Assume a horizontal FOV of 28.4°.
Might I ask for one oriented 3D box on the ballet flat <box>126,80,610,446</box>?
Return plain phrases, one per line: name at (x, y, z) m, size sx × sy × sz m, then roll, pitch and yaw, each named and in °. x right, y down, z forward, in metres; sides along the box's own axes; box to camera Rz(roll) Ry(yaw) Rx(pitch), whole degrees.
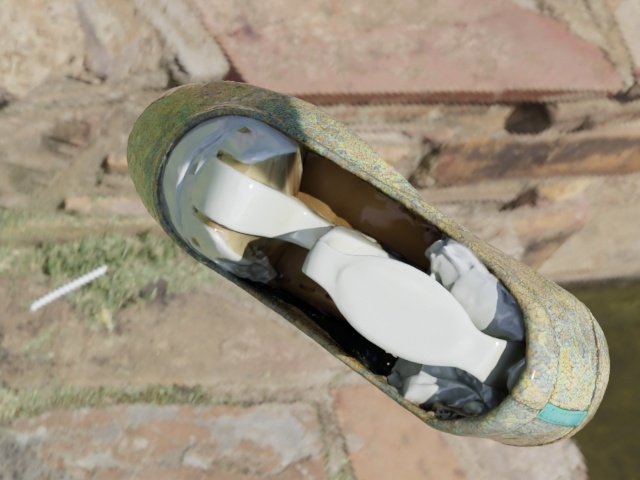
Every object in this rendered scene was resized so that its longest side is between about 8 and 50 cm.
ballet flat at (0.000, 0.000, 0.709) m, size 0.348 × 0.123 × 0.123 m, roll 33°, pitch 51°, yaw 25°
